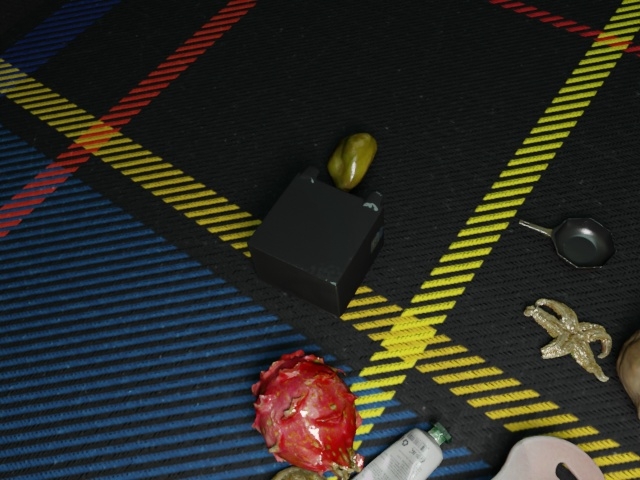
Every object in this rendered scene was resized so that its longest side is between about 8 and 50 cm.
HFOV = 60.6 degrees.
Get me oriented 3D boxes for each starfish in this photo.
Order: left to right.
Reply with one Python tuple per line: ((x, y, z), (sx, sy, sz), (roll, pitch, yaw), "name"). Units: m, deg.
((0.531, 0.206, 1.158), (0.150, 0.053, 0.209), (-28, 64, -4), "starfish")

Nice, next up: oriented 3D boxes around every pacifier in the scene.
((0.367, 0.492, 0.932), (0.332, 0.273, 0.220), (-34, 47, -13), "pacifier")

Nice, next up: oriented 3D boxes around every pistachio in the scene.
((0.082, -0.212, 1.407), (0.100, 0.110, 0.189), (35, 66, -12), "pistachio")

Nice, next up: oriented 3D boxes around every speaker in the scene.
((0.000, 0.000, 1.258), (0.232, 0.184, 0.254), (24, 64, 18), "speaker")

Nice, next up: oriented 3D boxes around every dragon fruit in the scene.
((-0.021, 0.347, 1.066), (0.205, 0.210, 0.268), (-40, 69, 4), "dragon fruit")

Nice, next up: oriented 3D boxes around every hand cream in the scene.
((0.113, 0.471, 1.042), (0.336, 0.076, 0.121), (-37, 35, -14), "hand cream")

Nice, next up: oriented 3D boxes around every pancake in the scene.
((-0.040, 0.485, 1.043), (0.140, 0.022, 0.139), (4, 23, -1), "pancake")

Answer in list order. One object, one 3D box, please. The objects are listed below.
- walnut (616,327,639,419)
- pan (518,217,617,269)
((0.700, 0.252, 1.007), (0.273, 0.227, 0.273), (-1, 88, 26), "walnut")
((0.574, -0.010, 1.271), (0.128, 0.048, 0.202), (-40, 66, -16), "pan")
